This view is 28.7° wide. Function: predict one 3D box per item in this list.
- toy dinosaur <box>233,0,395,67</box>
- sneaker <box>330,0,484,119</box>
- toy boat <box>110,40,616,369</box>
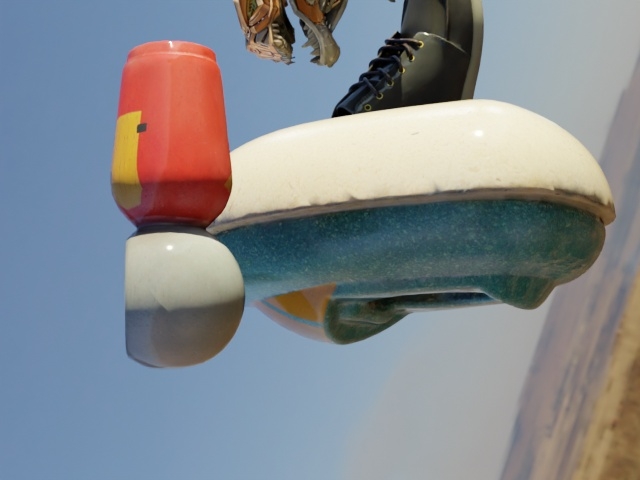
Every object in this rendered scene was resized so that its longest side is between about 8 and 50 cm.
[{"bbox_3d":[0.051,-0.258,0.770,0.164,0.218,0.322,-13,-63,-73],"label":"toy dinosaur"},{"bbox_3d":[0.074,-0.158,1.116,0.083,0.118,0.222,13,103,61],"label":"sneaker"},{"bbox_3d":[0.000,0.000,0.680,0.318,0.267,0.148,11,-106,-55],"label":"toy boat"}]
